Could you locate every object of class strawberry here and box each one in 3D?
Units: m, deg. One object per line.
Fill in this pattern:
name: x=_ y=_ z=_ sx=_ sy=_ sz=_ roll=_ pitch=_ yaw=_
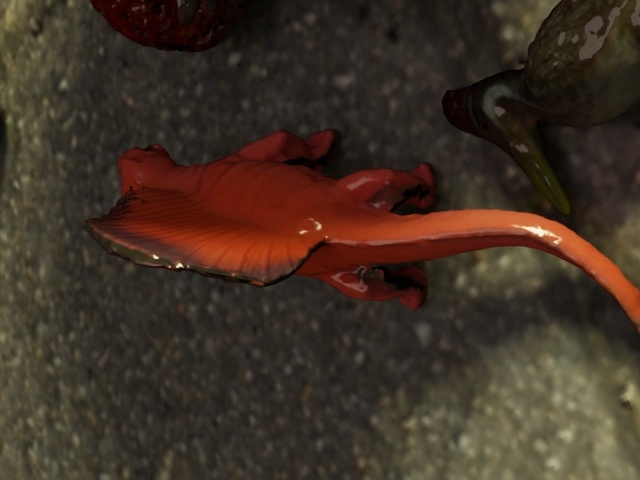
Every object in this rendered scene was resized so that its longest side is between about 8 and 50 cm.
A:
strawberry: x=-0.076 y=-0.128 z=0.825 sx=0.096 sy=0.083 sz=0.083 roll=-25 pitch=75 yaw=50

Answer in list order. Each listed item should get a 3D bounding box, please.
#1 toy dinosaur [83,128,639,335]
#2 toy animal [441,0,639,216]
toy dinosaur: x=-0.008 y=0.000 z=0.720 sx=0.286 sy=0.139 sz=0.070 roll=20 pitch=107 yaw=42
toy animal: x=0.118 y=-0.075 z=0.658 sx=0.202 sy=0.070 sz=0.105 roll=-24 pitch=67 yaw=50
